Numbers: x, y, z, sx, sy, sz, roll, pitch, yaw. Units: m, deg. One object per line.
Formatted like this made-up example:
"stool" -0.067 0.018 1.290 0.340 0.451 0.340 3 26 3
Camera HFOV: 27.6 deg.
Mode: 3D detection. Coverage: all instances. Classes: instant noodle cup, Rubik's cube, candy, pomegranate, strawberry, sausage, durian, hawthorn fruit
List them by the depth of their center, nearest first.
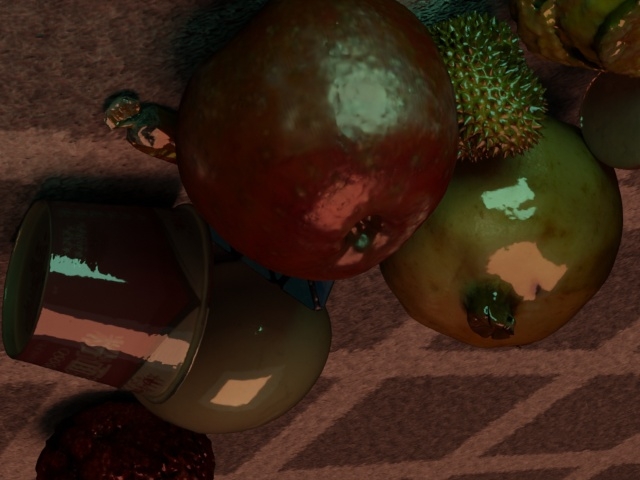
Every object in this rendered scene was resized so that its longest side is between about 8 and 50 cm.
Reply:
"hawthorn fruit" -0.006 -0.105 1.237 0.284 0.284 0.284 -13 153 -7
"durian" 0.159 -0.154 1.336 0.137 0.168 0.158 -36 178 -15
"candy" -0.154 -0.105 1.374 0.053 0.046 0.182 -36 145 30
"instant noodle cup" -0.244 0.058 1.457 0.178 0.234 0.235 11 144 -26
"sausage" 0.418 -0.151 1.483 0.253 0.123 0.123 -9 155 -40
"pomegranate" 0.211 -0.019 1.511 0.307 0.307 0.307 -13 153 -7
"Rubik's cube" 0.000 0.000 1.524 0.190 0.178 0.211 -4 152 -29
"strawberry" -0.304 0.347 1.987 0.274 0.274 0.220 -16 116 0

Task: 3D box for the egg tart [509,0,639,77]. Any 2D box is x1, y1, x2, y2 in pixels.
"egg tart" 0.328 -0.250 1.282 0.294 0.123 0.294 -12 154 -6

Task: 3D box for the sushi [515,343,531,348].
"sushi" 0.308 0.135 2.078 0.118 0.061 0.060 -10 120 -17

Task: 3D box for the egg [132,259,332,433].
"egg" -0.118 0.137 1.666 0.269 0.219 0.219 -16 154 9
